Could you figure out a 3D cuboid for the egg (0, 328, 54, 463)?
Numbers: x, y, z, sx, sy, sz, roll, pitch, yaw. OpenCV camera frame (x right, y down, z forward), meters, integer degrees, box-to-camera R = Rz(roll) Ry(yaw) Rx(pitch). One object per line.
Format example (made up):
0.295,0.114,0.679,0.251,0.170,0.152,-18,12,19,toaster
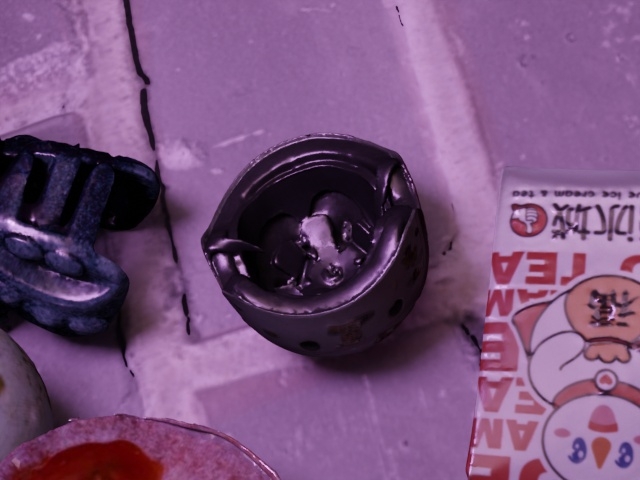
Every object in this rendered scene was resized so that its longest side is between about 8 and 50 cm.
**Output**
-0.265,0.157,1.188,0.169,0.169,0.231,-5,72,15,egg

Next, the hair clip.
-0.280,-0.038,1.270,0.206,0.310,0.194,-17,47,47,hair clip

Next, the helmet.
0.007,0.015,1.232,0.153,0.107,0.177,-25,35,5,helmet

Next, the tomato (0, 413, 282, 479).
-0.114,0.219,1.127,0.228,0.112,0.199,28,56,8,tomato

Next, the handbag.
0.183,0.109,1.085,0.171,0.151,0.298,2,62,13,handbag
